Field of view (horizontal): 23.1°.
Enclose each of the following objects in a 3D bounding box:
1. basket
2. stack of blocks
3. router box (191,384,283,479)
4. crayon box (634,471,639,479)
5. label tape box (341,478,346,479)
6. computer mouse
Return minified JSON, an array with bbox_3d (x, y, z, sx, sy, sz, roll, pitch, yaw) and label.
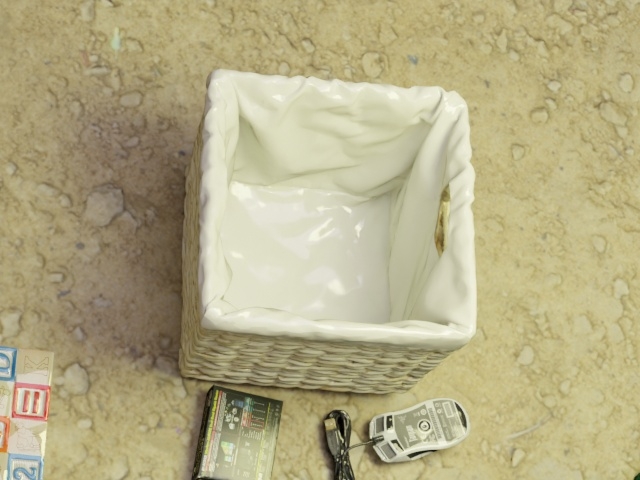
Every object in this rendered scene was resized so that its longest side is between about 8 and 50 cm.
[{"bbox_3d":[0.000,0.000,1.921,0.331,0.266,0.328,4,68,-11],"label":"basket"},{"bbox_3d":[-0.407,0.270,1.786,0.171,0.087,0.297,7,67,-16],"label":"stack of blocks"},{"bbox_3d":[-0.102,0.248,1.929,0.092,0.038,0.122,15,64,-13],"label":"router box"},{"bbox_3d":[0.561,0.465,1.973,0.363,0.106,0.313,29,39,-6],"label":"crayon box"},{"bbox_3d":[0.013,0.495,1.831,0.249,0.115,0.347,39,65,0],"label":"label tape box"},{"bbox_3d":[0.099,0.253,1.998,0.193,0.042,0.106,-10,68,-17],"label":"computer mouse"}]
